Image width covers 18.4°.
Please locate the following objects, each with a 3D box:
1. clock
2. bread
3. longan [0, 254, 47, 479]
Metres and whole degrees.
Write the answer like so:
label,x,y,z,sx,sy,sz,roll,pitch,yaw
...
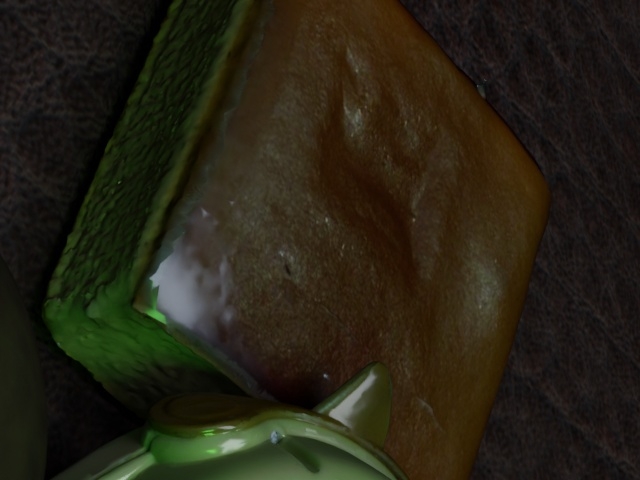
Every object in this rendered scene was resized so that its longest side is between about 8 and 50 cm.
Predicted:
label,x,y,z,sx,sy,sz,roll,pitch,yaw
clock,-0.048,0.232,1.096,0.348,0.117,0.286,-41,117,-18
bread,0.000,0.000,1.289,0.323,0.143,0.333,44,51,-36
longan,-0.255,0.093,0.869,0.300,0.243,0.300,21,52,-29
